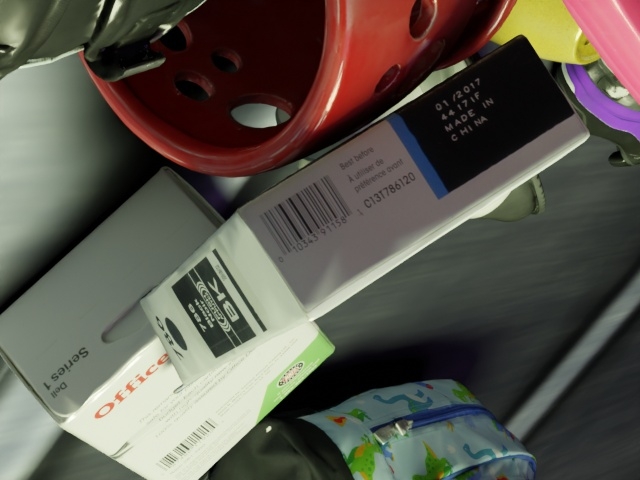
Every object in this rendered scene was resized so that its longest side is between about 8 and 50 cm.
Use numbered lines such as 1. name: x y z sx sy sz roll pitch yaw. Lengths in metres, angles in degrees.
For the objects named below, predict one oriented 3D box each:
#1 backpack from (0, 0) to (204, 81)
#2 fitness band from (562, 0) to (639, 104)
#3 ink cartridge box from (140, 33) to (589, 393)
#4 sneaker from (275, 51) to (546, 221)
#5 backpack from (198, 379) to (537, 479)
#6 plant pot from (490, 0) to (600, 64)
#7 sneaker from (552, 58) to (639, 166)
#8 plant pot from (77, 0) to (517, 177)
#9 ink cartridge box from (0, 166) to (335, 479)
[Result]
1. backpack: -0.098 -0.191 0.524 0.225 0.191 0.253 -23 156 -47
2. fitness band: 0.236 -0.198 1.024 0.291 0.054 0.209 42 69 -38
3. ink cartridge box: 0.000 0.000 0.842 0.165 0.065 0.333 -33 178 -20
4. sneaker: 0.059 -0.068 1.087 0.146 0.122 0.330 -28 159 11
5. backpack: 0.049 0.263 1.462 0.355 0.273 0.290 -26 146 -59
6. plant pot: 0.162 -0.173 1.069 0.134 0.095 0.134 -34 154 -19
7. sneaker: 0.308 -0.116 1.326 0.293 0.102 0.146 8 144 -29
8. plant pot: -0.006 -0.141 0.753 0.174 0.191 0.191 -24 149 -43
9. ink cartridge box: -0.098 0.067 1.060 0.160 0.092 0.219 -43 155 -4
